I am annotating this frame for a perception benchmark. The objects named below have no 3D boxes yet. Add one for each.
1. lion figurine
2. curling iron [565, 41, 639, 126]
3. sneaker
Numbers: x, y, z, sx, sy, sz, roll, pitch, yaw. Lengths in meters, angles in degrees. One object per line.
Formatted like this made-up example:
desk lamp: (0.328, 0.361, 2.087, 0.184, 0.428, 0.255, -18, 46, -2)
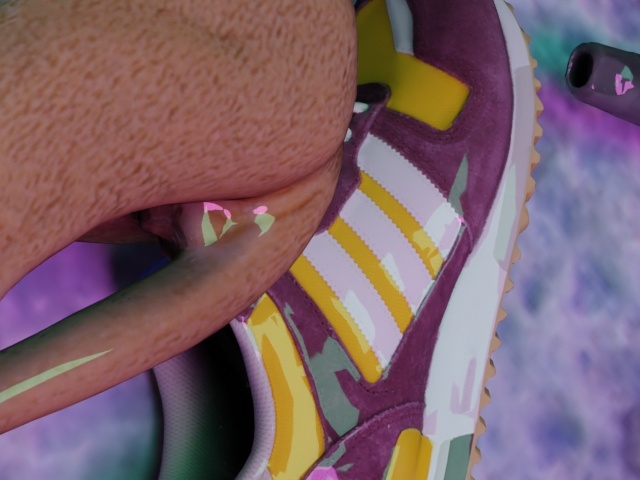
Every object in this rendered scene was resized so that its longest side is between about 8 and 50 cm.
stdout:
lion figurine: (-0.065, -0.115, 0.407, 0.240, 0.142, 0.392, -6, 86, -32)
curling iron: (0.186, -0.033, 0.596, 0.274, 0.035, 0.068, 5, 70, -32)
sneaker: (0.000, 0.000, 0.449, 0.084, 0.069, 0.186, 20, 66, -28)
